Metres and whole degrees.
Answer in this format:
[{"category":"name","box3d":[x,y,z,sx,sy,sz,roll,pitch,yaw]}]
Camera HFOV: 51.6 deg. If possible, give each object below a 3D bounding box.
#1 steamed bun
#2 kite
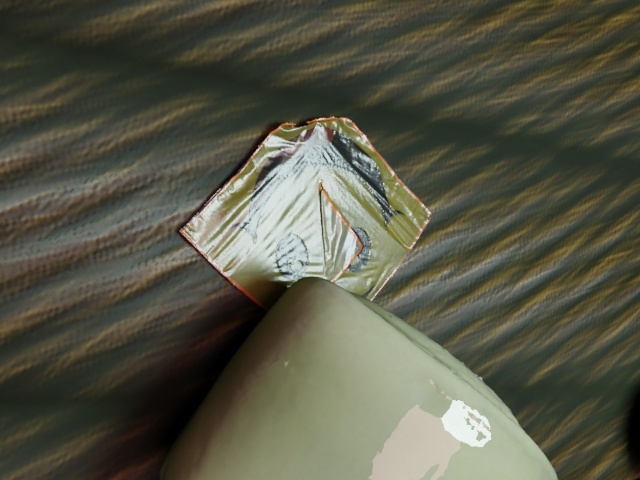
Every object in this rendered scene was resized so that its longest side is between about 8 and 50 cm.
[{"category":"steamed bun","box3d":[0.067,0.298,0.788,0.456,0.290,0.371,41,78,-23]},{"category":"kite","box3d":[-0.001,0.000,0.890,0.377,0.013,0.328,-8,100,-27]}]
